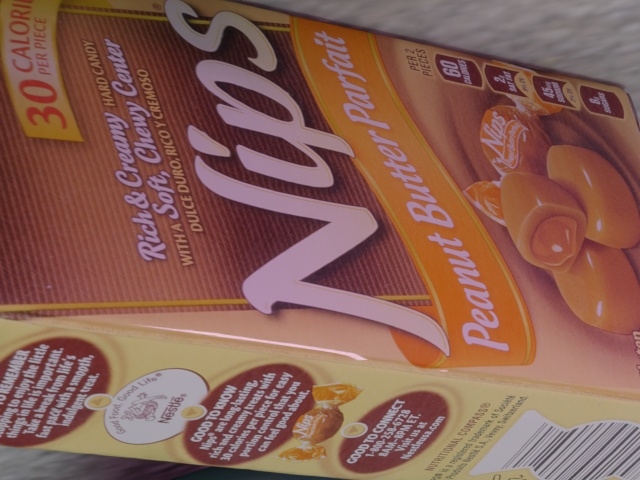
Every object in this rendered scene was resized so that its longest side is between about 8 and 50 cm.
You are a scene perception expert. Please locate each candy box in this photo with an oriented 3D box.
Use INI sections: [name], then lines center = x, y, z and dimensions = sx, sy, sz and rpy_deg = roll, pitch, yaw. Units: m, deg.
[candy box]
center = 0.000, 0.000, 0.705
dimensions = 0.316, 0.183, 0.087
rpy_deg = 10, 138, -25

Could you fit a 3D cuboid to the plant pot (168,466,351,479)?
[plant pot]
center = -0.017, 0.253, 0.967
dimensions = 0.235, 0.293, 0.293
rpy_deg = 4, 144, 10
